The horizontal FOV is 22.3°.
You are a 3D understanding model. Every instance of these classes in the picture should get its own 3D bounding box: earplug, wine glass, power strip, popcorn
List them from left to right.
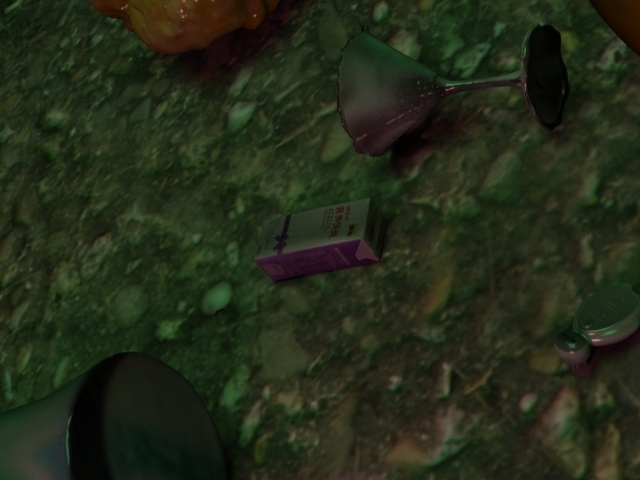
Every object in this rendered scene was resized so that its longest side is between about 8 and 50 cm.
[{"bbox_3d":[-0.258,0.222,1.376,0.324,0.185,0.185,-20,44,33],"label":"earplug"},{"bbox_3d":[-0.124,-0.295,1.711,0.253,0.191,0.190,-26,76,21],"label":"popcorn"},{"bbox_3d":[0.117,-0.138,1.428,0.182,0.122,0.122,-5,52,31],"label":"wine glass"},{"bbox_3d":[0.215,0.067,1.235,0.083,0.035,0.055,-38,38,-15],"label":"power strip"}]

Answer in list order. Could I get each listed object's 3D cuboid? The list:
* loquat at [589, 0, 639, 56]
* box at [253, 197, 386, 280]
[{"bbox_3d":[0.326,-0.215,1.262,0.246,0.213,0.213,25,73,39],"label":"loquat"},{"bbox_3d":[0.000,0.000,1.457,0.117,0.036,0.051,-10,50,31],"label":"box"}]
